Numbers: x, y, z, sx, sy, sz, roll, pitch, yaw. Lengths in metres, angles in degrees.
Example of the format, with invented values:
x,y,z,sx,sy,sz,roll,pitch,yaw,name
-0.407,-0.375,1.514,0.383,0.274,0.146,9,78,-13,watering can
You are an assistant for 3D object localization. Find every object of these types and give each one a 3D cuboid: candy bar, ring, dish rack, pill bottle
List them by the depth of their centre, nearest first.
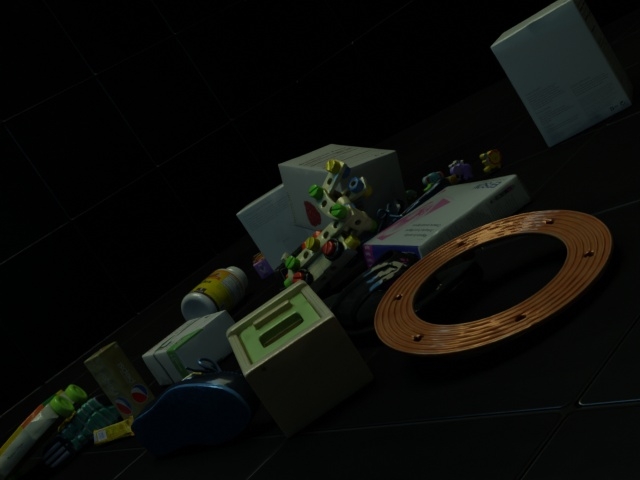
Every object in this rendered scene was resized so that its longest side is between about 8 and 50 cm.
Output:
x,y,z,sx,sy,sz,roll,pitch,yaw,name
0.230,0.059,1.168,0.337,0.032,0.336,-25,19,10,ring
-0.437,0.405,1.831,0.018,0.040,0.162,-1,-18,-45,candy bar
0.017,0.025,2.227,0.272,0.074,0.208,-25,12,35,dish rack
-0.293,0.157,2.457,0.117,0.117,0.215,-28,10,34,pill bottle

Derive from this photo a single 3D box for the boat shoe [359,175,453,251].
x,y,z,sx,sy,sz,roll,pitch,yaw,name
0.193,-0.061,1.974,0.258,0.089,0.109,-31,8,11,boat shoe

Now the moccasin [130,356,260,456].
x,y,z,sx,sy,sz,roll,pitch,yaw,name
-0.204,0.262,1.434,0.342,0.137,0.117,-23,14,47,moccasin

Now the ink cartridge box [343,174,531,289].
x,y,z,sx,sy,sz,roll,pitch,yaw,name
0.205,-0.009,1.712,0.330,0.071,0.324,-34,8,-14,ink cartridge box

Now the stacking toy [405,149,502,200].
x,y,z,sx,sy,sz,roll,pitch,yaw,name
0.305,-0.155,2.086,0.221,0.052,0.167,-22,3,-21,stacking toy

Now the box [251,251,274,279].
x,y,z,sx,sy,sz,roll,pitch,yaw,name
-0.078,0.007,2.722,0.293,0.057,0.201,-33,9,-2,box

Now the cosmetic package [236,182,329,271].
x,y,z,sx,sy,sz,roll,pitch,yaw,name
-0.078,-0.051,2.478,0.224,0.224,0.138,-30,9,15,cosmetic package

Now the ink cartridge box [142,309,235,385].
x,y,z,sx,sy,sz,roll,pitch,yaw,name
-0.297,0.251,2.006,0.160,0.092,0.219,-38,10,-32,ink cartridge box

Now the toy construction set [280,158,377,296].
x,y,z,sx,sy,sz,roll,pitch,yaw,name
0.000,0.000,1.932,0.151,0.215,0.327,8,-50,-33,toy construction set

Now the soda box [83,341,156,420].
x,y,z,sx,sy,sz,roll,pitch,yaw,name
-0.411,0.305,1.812,0.061,0.181,0.058,-27,10,39,soda box

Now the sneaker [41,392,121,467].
x,y,z,sx,sy,sz,roll,pitch,yaw,name
-0.547,0.428,1.983,0.224,0.083,0.098,-38,5,-29,sneaker

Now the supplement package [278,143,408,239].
x,y,z,sx,sy,sz,roll,pitch,yaw,name
0.053,-0.124,2.144,0.175,0.177,0.293,-23,19,-26,supplement package

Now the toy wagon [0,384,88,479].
x,y,z,sx,sy,sz,roll,pitch,yaw,name
-0.662,0.455,2.040,0.267,0.068,0.344,-49,3,2,toy wagon

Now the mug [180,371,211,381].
x,y,z,sx,sy,sz,roll,pitch,yaw,name
-0.227,0.284,1.646,0.078,0.064,0.062,-34,8,-10,mug

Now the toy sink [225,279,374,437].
x,y,z,sx,sy,sz,roll,pitch,yaw,name
-0.043,0.161,1.306,0.153,0.131,0.234,-33,18,-4,toy sink

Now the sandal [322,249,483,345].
x,y,z,sx,sy,sz,roll,pitch,yaw,name
0.077,0.094,1.443,0.167,0.107,0.446,-41,13,-37,sandal

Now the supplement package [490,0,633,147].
x,y,z,sx,sy,sz,roll,pitch,yaw,name
0.544,-0.388,1.937,0.199,0.262,0.198,-28,10,28,supplement package
